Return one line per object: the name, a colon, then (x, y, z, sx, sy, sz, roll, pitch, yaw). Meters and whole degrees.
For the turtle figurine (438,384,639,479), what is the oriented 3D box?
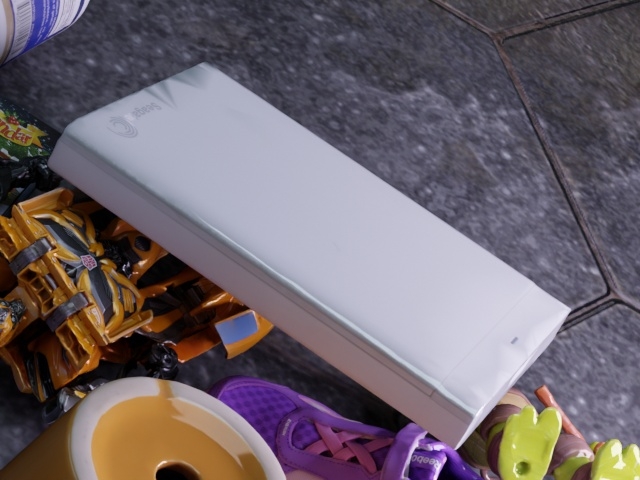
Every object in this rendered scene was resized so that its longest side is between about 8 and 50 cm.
turtle figurine: (0.118, 0.121, 1.336, 0.269, 0.087, 0.217, 39, -1, -20)

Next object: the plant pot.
plant pot: (-0.113, 0.180, 1.027, 0.205, 0.188, 0.205, 22, 38, -18)

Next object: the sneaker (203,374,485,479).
sneaker: (0.031, 0.150, 1.237, 0.236, 0.104, 0.095, 31, 55, -4)

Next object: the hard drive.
hard drive: (0.000, 0.000, 1.243, 0.307, 0.040, 0.203, 35, 27, 10)

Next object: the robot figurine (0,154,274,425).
robot figurine: (-0.126, 0.013, 1.268, 0.211, 0.085, 0.291, 55, 31, 6)

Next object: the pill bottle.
pill bottle: (-0.234, -0.193, 1.423, 0.112, 0.112, 0.186, 39, 35, 5)

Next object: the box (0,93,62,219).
box: (-0.305, -0.082, 1.296, 0.233, 0.044, 0.159, 33, 36, -3)
